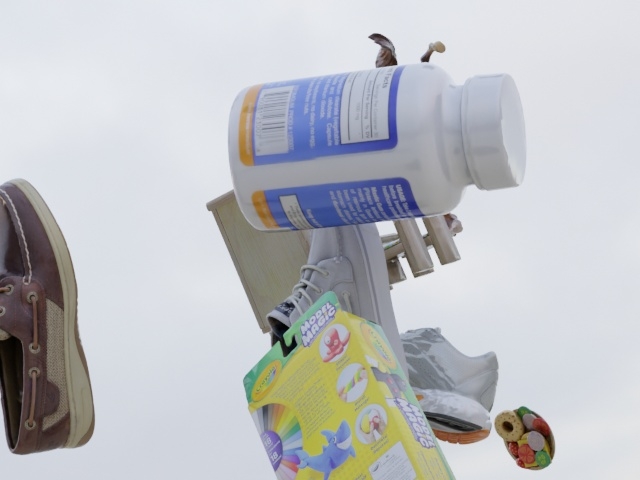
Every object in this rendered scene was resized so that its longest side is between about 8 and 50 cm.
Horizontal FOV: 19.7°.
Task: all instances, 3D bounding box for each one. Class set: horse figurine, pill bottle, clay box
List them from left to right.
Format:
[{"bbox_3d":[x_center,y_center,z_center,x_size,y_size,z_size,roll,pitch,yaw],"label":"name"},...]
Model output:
[{"bbox_3d":[0.021,0.159,1.473,0.053,0.222,0.127,23,-59,-41],"label":"clay box"},{"bbox_3d":[0.058,-0.094,1.812,0.272,0.152,0.152,-5,-10,18],"label":"pill bottle"},{"bbox_3d":[0.135,-0.136,2.245,0.066,0.263,0.174,-30,-2,-26],"label":"horse figurine"}]

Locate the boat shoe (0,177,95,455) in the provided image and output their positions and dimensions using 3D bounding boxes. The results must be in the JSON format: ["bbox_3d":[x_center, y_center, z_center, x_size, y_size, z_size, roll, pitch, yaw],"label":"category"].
[{"bbox_3d":[-0.372,0.095,2.256,0.123,0.342,0.123,-9,-2,-34],"label":"boat shoe"}]

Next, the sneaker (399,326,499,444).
[{"bbox_3d":[0.087,0.148,2.179,0.262,0.121,0.099,19,-26,4],"label":"sneaker"}]

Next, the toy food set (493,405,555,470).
[{"bbox_3d":[0.252,0.242,2.252,0.020,0.083,0.082,-19,2,-44],"label":"toy food set"}]

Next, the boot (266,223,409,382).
[{"bbox_3d":[0.002,0.058,1.917,0.123,0.258,0.095,-10,-12,-26],"label":"boot"}]

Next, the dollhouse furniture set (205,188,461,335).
[{"bbox_3d":[0.000,0.000,2.124,0.212,0.161,0.242,-26,-7,28],"label":"dollhouse furniture set"}]
